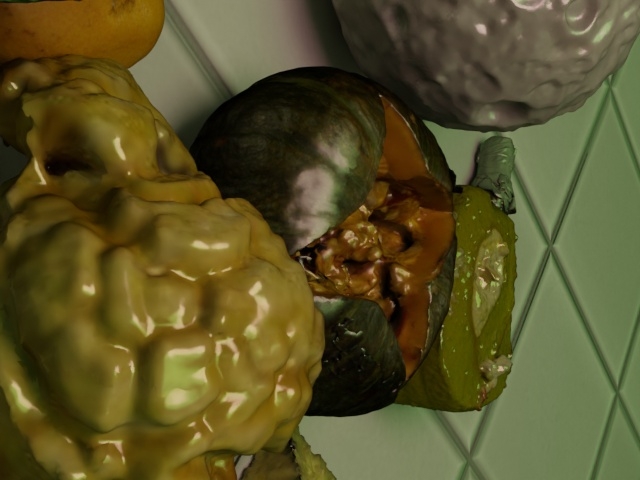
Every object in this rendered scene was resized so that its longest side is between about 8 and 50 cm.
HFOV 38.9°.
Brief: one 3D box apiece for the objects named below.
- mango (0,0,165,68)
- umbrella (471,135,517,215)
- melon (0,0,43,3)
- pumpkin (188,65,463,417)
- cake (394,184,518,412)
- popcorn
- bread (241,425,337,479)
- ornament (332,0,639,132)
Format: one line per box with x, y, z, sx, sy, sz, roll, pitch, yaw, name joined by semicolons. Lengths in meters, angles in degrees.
-0.194;-0.184;0.658;0.219;0.112;0.144;1;87;-61;mango
0.237;-0.076;1.241;0.067;0.062;0.143;16;63;-15;umbrella
-0.244;-0.316;0.494;0.331;0.226;0.343;4;48;-18;melon
0.000;0.000;0.829;0.320;0.192;0.320;-3;93;-53;pumpkin
0.134;0.063;1.039;0.179;0.156;0.260;12;78;-58;cake
-0.127;0.036;0.601;0.225;0.265;0.332;-15;79;-18;popcorn
0.002;0.332;0.903;0.142;0.178;0.266;-37;120;-10;bread
0.165;-0.276;0.944;0.337;0.337;0.337;2;88;-52;ornament
